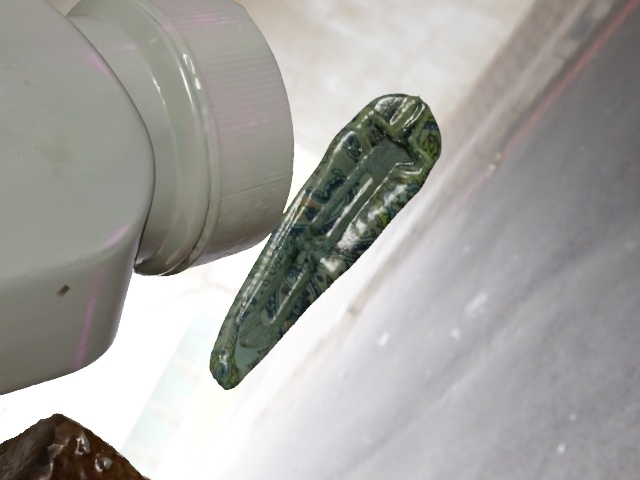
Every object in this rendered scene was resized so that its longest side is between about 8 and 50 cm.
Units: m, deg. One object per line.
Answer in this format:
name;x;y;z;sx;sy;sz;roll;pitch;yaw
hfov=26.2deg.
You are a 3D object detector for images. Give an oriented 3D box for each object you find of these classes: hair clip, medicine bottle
hair clip;-0.001;0.000;0.867;0.229;0.066;0.036;-53;20;-18
medicine bottle;-0.154;-0.015;0.443;0.296;0.161;0.111;-18;-38;-38

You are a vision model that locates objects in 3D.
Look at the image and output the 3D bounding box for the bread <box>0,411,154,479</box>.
bread;-0.207;0.307;0.772;0.113;0.165;0.417;-29;25;51
